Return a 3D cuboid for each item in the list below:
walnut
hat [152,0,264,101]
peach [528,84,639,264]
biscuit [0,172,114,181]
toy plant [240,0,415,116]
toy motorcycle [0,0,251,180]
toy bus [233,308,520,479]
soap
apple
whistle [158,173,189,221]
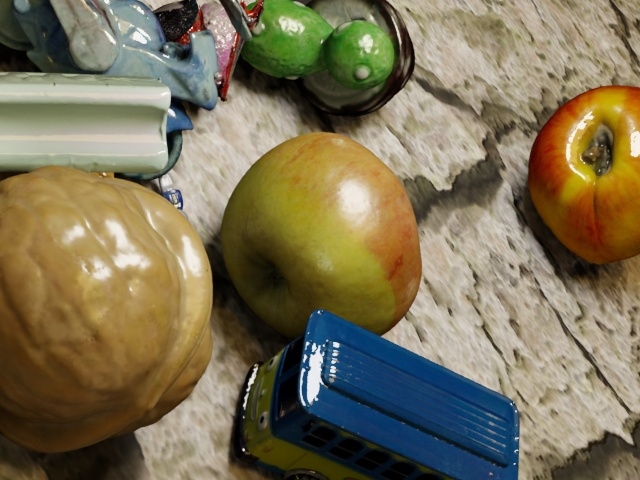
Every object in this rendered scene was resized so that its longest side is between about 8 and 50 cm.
[{"bbox_3d":[-0.242,0.068,1.419,0.296,0.285,0.285,43,25,-64],"label":"walnut"},{"bbox_3d":[-0.199,-0.261,1.805,0.227,0.140,0.129,14,40,-14],"label":"hat"},{"bbox_3d":[0.428,-0.093,2.088,0.238,0.281,0.281,10,36,25],"label":"peach"},{"bbox_3d":[-0.308,-0.054,1.626,0.184,0.027,0.133,21,47,-25],"label":"biscuit"},{"bbox_3d":[0.018,-0.257,1.921,0.218,0.175,0.235,16,7,27],"label":"toy plant"},{"bbox_3d":[-0.230,-0.245,1.668,0.319,0.241,0.182,47,27,-11],"label":"toy motorcycle"},{"bbox_3d":[0.065,0.214,1.613,0.287,0.175,0.138,27,47,-20],"label":"toy bus"},{"bbox_3d":[-0.314,-0.127,1.507,0.289,0.173,0.095,-1,101,-17],"label":"soap"},{"bbox_3d":[0.000,0.000,1.676,0.194,0.261,0.261,-29,79,-35],"label":"apple"},{"bbox_3d":[-0.179,-0.043,1.719,0.033,0.029,0.083,-12,74,-27],"label":"whistle"}]
